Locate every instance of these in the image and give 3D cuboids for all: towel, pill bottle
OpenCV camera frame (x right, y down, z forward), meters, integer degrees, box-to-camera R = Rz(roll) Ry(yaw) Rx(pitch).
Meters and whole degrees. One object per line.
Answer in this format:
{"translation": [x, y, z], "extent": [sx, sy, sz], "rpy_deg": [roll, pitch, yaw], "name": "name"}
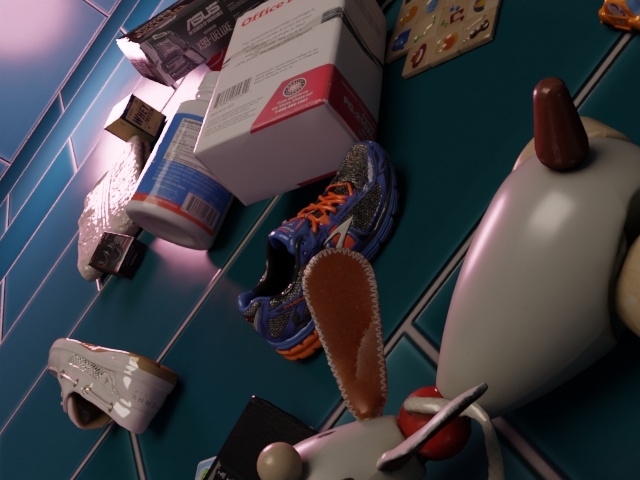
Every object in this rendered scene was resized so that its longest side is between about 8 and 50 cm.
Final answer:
{"translation": [-0.372, -0.069, 1.275], "extent": [0.187, 0.049, 0.282], "rpy_deg": [-49, 32, 15], "name": "towel"}
{"translation": [-0.159, -0.109, 0.937], "extent": [0.124, 0.124, 0.221], "rpy_deg": [-5, 58, 53], "name": "pill bottle"}

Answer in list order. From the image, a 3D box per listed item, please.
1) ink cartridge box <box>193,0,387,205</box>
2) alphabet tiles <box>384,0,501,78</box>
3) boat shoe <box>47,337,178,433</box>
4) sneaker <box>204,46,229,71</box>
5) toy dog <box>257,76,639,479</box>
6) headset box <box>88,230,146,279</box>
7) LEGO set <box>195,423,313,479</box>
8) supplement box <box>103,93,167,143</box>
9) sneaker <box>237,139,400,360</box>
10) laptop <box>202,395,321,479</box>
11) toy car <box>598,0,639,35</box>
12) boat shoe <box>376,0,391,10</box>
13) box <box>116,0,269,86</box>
{"translation": [-0.025, -0.177, 0.787], "extent": [0.172, 0.100, 0.237], "rpy_deg": [-16, 47, 30], "name": "ink cartridge box"}
{"translation": [0.159, -0.288, 0.764], "extent": [0.198, 0.009, 0.237], "rpy_deg": [-13, 52, 49], "name": "alphabet tiles"}
{"translation": [-0.283, 0.184, 0.871], "extent": [0.277, 0.098, 0.096], "rpy_deg": [-6, 57, 51], "name": "boat shoe"}
{"translation": [-0.164, -0.347, 1.214], "extent": [0.042, 0.067, 0.118], "rpy_deg": [15, 75, 58], "name": "sneaker"}
{"translation": [0.082, 0.043, 0.392], "extent": [0.333, 0.161, 0.220], "rpy_deg": [-54, 34, -12], "name": "toy dog"}
{"translation": [-0.320, 0.024, 1.114], "extent": [0.083, 0.032, 0.062], "rpy_deg": [10, 71, 36], "name": "headset box"}
{"translation": [-0.092, 0.277, 0.561], "extent": [0.182, 0.060, 0.244], "rpy_deg": [-31, 40, 43], "name": "LEGO set"}
{"translation": [-0.362, -0.230, 1.372], "extent": [0.083, 0.083, 0.056], "rpy_deg": [-17, 50, 49], "name": "supplement box"}
{"translation": [0.000, 0.000, 0.650], "extent": [0.083, 0.087, 0.221], "rpy_deg": [9, 70, 56], "name": "sneaker"}
{"translation": [-0.084, 0.233, 0.459], "extent": [0.234, 0.136, 0.264], "rpy_deg": [16, 70, 48], "name": "laptop"}
{"translation": [0.259, -0.205, 0.516], "extent": [0.122, 0.041, 0.060], "rpy_deg": [-43, 34, 23], "name": "toy car"}
{"translation": [0.061, -0.298, 0.882], "extent": [0.125, 0.038, 0.046], "rpy_deg": [-47, 32, 17], "name": "boat shoe"}
{"translation": [-0.161, -0.364, 1.109], "extent": [0.307, 0.076, 0.242], "rpy_deg": [-37, 26, -8], "name": "box"}
